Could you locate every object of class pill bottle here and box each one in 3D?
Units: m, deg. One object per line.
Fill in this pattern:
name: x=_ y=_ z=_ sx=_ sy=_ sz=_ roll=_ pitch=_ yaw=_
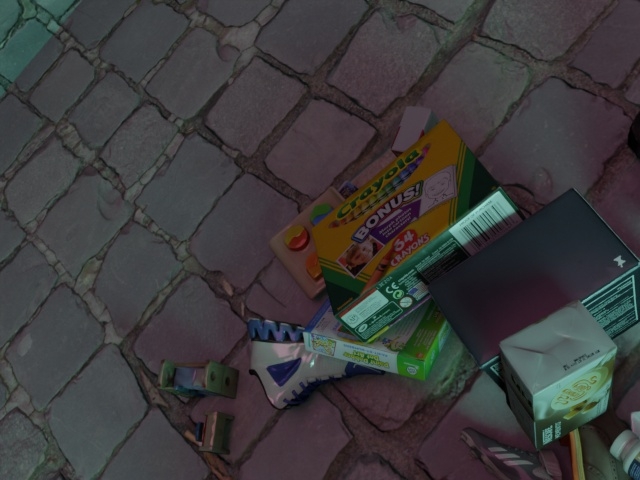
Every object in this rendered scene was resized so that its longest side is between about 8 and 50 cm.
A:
pill bottle: x=0.511 y=0.348 z=1.077 sx=0.067 sy=0.067 sz=0.120 roll=-50 pitch=47 yaw=-1

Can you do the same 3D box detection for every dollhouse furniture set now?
dollhouse furniture set: x=-0.273 y=0.361 z=1.522 sx=0.129 sy=0.129 sz=0.184 roll=-5 pitch=67 yaw=24

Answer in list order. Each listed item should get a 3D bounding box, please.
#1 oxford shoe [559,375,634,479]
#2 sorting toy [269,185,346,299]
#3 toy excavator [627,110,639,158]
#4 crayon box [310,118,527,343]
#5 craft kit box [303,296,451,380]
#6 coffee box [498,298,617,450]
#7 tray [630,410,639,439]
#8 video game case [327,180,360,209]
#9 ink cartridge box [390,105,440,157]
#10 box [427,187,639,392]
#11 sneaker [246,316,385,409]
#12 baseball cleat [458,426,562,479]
oxford shoe: x=0.480 y=0.388 z=1.157 sx=0.132 sy=0.130 sz=0.364 roll=-15 pitch=63 yaw=13
sorting toy: x=0.000 y=0.000 z=1.574 sx=0.208 sy=0.038 sz=0.193 roll=-43 pitch=58 yaw=4
toy excavator: x=0.806 y=-0.127 z=1.189 sx=0.445 sy=0.222 sz=0.433 roll=-9 pitch=66 yaw=12
crayon box: x=0.163 y=-0.028 z=1.331 sx=0.363 sy=0.106 sz=0.313 roll=-39 pitch=30 yaw=13
craft kit box: x=0.130 y=0.149 z=1.376 sx=0.246 sy=0.061 sz=0.250 roll=8 pitch=34 yaw=26
coffee box: x=0.365 y=0.216 z=1.089 sx=0.141 sy=0.246 sz=0.098 roll=-27 pitch=52 yaw=-3
tray: x=0.568 y=0.398 z=1.076 sx=0.145 sy=0.030 sz=0.270 roll=-14 pitch=66 yaw=38
video game case: x=0.062 y=-0.014 z=1.587 sx=0.183 sy=0.023 sz=0.201 roll=37 pitch=89 yaw=32
ink cartridge box: x=0.222 y=-0.204 z=1.518 sx=0.063 sy=0.150 sz=0.109 roll=13 pitch=75 yaw=33
box: x=0.384 y=0.106 z=1.222 sx=0.296 sy=0.294 sz=0.183 roll=-35 pitch=58 yaw=7
sneaker: x=-0.018 y=0.271 z=1.457 sx=0.315 sy=0.127 sz=0.182 roll=8 pitch=86 yaw=21
baseball cleat: x=0.352 y=0.394 z=1.258 sx=0.109 sy=0.072 sz=0.206 roll=-41 pitch=60 yaw=-12
